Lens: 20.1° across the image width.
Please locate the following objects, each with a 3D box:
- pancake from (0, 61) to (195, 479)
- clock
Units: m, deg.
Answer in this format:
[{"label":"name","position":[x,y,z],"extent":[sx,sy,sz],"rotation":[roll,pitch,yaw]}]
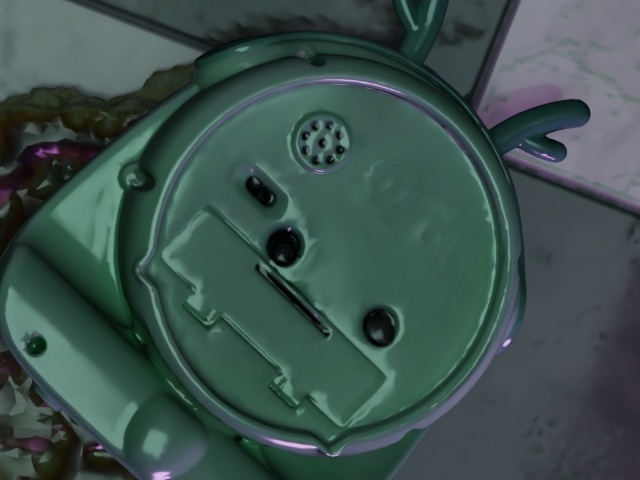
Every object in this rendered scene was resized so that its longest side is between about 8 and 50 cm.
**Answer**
[{"label":"pancake","position":[-0.106,0.125,0.677],"extent":[0.305,0.067,0.426],"rotation":[-20,98,0]},{"label":"clock","position":[0.000,0.000,0.632],"extent":[0.159,0.066,0.211],"rotation":[42,85,-12]}]
